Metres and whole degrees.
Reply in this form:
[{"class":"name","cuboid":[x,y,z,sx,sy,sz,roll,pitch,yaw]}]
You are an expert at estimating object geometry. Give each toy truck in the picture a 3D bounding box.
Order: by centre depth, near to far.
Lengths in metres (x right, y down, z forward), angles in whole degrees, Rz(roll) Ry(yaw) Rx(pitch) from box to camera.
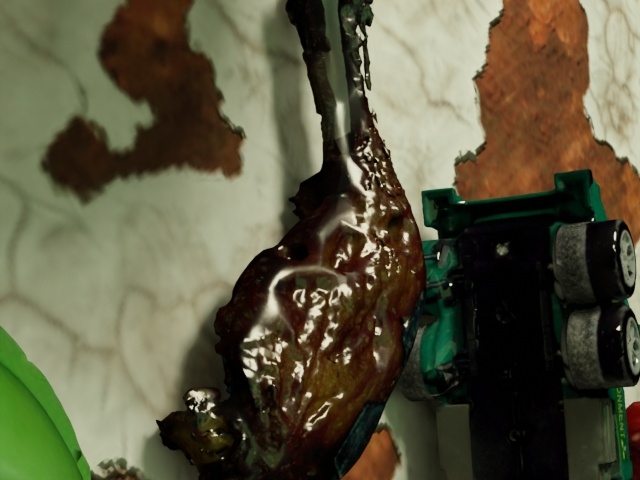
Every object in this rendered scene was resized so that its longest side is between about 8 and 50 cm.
[{"class":"toy truck","cuboid":[0.107,0.082,0.651,0.116,0.110,0.216,10,74,-63]}]

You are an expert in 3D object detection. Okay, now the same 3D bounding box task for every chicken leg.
[{"class":"chicken leg","cuboid":[0.000,0.000,0.574,0.106,0.051,0.253,33,55,-38]}]

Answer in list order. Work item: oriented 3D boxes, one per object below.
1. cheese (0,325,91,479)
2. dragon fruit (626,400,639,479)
[{"class":"cheese","cuboid":[-0.153,0.075,0.329,0.320,0.083,0.204,48,51,-37]},{"class":"dragon fruit","cuboid":[0.270,0.239,0.789,0.240,0.302,0.330,-35,92,-8]}]
